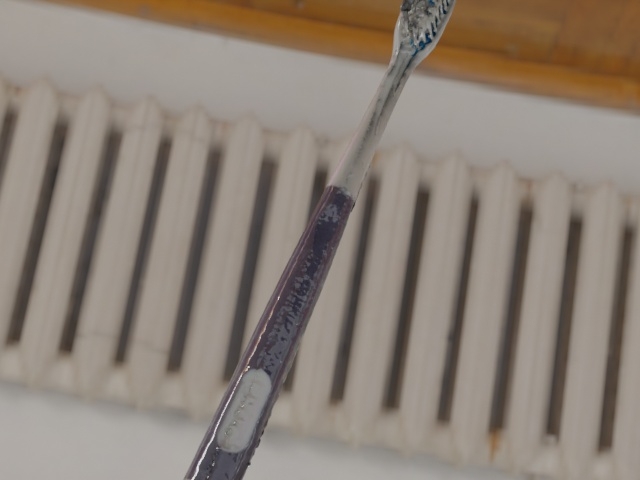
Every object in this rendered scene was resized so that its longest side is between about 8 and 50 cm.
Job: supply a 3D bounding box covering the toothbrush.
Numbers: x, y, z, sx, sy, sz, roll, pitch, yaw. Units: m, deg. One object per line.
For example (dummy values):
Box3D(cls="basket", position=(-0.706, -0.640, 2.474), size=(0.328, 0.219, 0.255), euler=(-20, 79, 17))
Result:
Box3D(cls="toothbrush", position=(0.000, 0.000, 0.702), size=(0.024, 0.288, 0.026), euler=(20, 157, 11))
